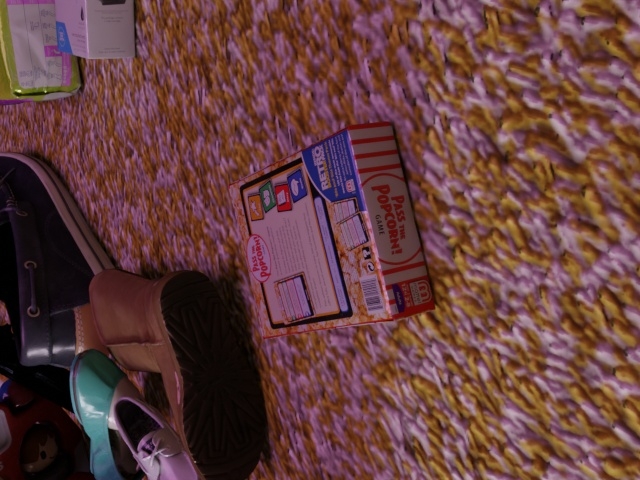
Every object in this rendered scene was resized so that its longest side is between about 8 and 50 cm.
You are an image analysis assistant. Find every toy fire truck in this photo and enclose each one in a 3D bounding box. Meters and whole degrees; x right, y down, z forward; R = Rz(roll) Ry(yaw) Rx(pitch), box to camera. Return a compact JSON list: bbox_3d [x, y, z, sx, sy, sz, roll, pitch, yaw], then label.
[{"bbox_3d":[-0.446,0.341,1.216,0.169,0.302,0.254,1,109,24],"label":"toy fire truck"}]

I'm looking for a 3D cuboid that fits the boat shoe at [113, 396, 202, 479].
[{"bbox_3d":[-0.179,0.235,0.949,0.184,0.066,0.063,45,175,47],"label":"boat shoe"}]

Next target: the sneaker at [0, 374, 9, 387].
[{"bbox_3d":[-0.638,0.252,1.617,0.296,0.112,0.131,25,119,51],"label":"sneaker"}]

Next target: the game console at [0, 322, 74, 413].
[{"bbox_3d":[-0.454,0.179,1.303,0.044,0.213,0.361,-59,17,-10],"label":"game console"}]

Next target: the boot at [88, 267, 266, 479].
[{"bbox_3d":[-0.169,0.139,0.951,0.269,0.089,0.236,-8,94,60],"label":"boot"}]

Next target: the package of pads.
[{"bbox_3d":[-0.422,-0.336,1.156,0.229,0.101,0.296,10,108,54],"label":"package of pads"}]

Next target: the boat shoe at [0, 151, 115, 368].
[{"bbox_3d":[-0.435,0.014,1.227,0.500,0.156,0.187,43,134,42],"label":"boat shoe"}]

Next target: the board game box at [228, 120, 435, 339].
[{"bbox_3d":[0.000,0.000,0.696,0.193,0.045,0.146,-16,86,55],"label":"board game box"}]

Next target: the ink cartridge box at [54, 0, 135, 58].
[{"bbox_3d":[-0.262,-0.304,0.972,0.104,0.060,0.180,24,118,50],"label":"ink cartridge box"}]

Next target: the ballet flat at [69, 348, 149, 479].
[{"bbox_3d":[-0.254,0.229,1.076,0.087,0.083,0.247,11,133,8],"label":"ballet flat"}]
